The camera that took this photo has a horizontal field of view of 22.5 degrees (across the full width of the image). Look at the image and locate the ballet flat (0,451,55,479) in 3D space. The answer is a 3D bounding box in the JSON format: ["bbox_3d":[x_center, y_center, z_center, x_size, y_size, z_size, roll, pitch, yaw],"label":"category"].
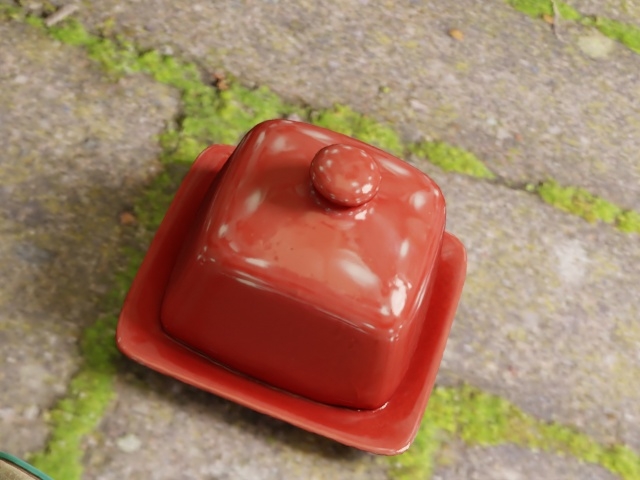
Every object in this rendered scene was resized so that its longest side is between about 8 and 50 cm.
[{"bbox_3d":[-0.091,0.152,0.689,0.168,0.057,0.052,31,59,8],"label":"ballet flat"}]

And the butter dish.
[{"bbox_3d":[0.000,0.000,0.798,0.160,0.118,0.160,21,48,0],"label":"butter dish"}]
